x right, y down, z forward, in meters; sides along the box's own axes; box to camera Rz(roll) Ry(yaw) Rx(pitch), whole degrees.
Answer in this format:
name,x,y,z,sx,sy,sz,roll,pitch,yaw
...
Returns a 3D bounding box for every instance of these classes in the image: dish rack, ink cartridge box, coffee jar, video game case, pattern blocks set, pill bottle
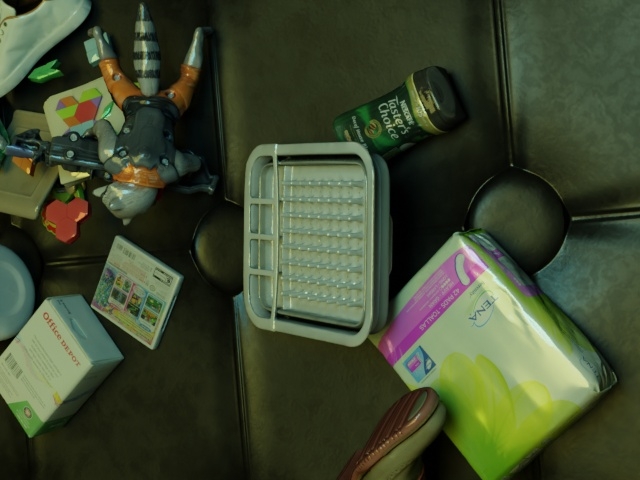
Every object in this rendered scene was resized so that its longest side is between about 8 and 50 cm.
name,x,y,z,sx,sy,sz,roll,pitch,yaw
dish rack,0.000,0.000,1.603,0.333,0.072,0.285,5,94,56
ink cartridge box,-0.472,0.221,1.944,0.154,0.093,0.212,51,117,18
coffee jar,0.114,-0.174,1.575,0.184,0.079,0.096,-27,78,29
video game case,-0.318,0.089,1.887,0.157,0.019,0.143,30,108,26
pattern blocks set,-0.395,-0.185,1.856,0.285,0.026,0.324,-31,69,6
pill bottle,-0.698,0.121,2.025,0.323,0.181,0.181,-15,85,32

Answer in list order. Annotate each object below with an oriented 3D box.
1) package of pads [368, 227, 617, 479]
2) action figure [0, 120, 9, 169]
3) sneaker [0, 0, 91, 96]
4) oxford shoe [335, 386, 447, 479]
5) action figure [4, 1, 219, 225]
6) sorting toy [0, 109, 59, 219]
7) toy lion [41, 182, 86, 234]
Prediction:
name,x,y,z,sx,sy,sz,roll,pitch,yaw
package of pads,0.232,0.154,1.506,0.296,0.101,0.229,51,117,19
action figure,-0.625,-0.202,1.987,0.137,0.063,0.232,-38,57,1
sneaker,-0.545,-0.361,1.915,0.290,0.123,0.106,-40,41,13
oxford shoe,0.115,0.325,1.545,0.130,0.123,0.348,35,140,5
action figure,-0.320,-0.191,1.715,0.341,0.178,0.330,2,75,-12
sorting toy,-0.520,-0.133,1.959,0.348,0.047,0.196,12,70,32
toy lion,-0.463,-0.058,1.964,0.100,0.034,0.096,-5,97,31
